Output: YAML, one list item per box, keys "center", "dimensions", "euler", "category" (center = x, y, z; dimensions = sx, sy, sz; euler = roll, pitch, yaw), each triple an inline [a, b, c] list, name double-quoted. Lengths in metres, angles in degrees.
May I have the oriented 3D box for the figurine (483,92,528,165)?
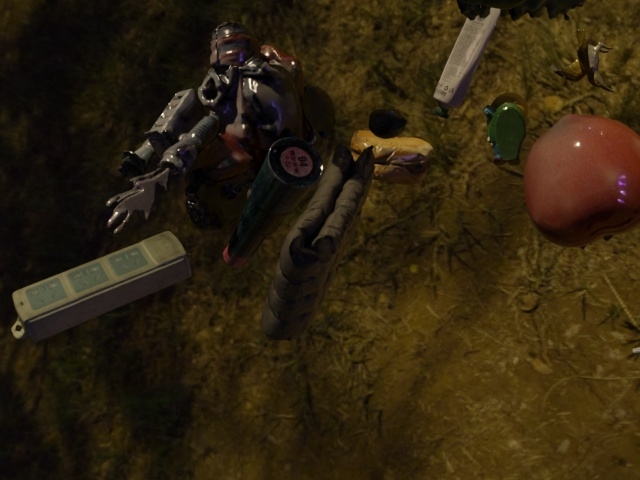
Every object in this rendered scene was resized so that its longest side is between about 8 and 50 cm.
- center: [0.521, -0.311, 1.808]
  dimensions: [0.127, 0.234, 0.185]
  euler: [-7, 107, 10]
  category: "figurine"

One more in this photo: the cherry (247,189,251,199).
- center: [-0.143, -0.121, 1.646]
  dimensions: [0.195, 0.195, 0.195]
  euler: [-10, 76, 45]
  category: "cherry"

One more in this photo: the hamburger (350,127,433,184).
- center: [0.174, -0.211, 1.622]
  dimensions: [0.213, 0.213, 0.108]
  euler: [34, 119, 44]
  category: "hamburger"

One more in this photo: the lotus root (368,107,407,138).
- center: [0.116, -0.204, 1.133]
  dimensions: [0.099, 0.049, 0.054]
  euler: [20, 136, 64]
  category: "lotus root"

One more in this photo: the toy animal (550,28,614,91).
- center: [0.642, -0.421, 1.522]
  dimensions: [0.155, 0.219, 0.095]
  euler: [36, 91, 8]
  category: "toy animal"

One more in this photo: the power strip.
- center: [-0.314, 0.063, 0.944]
  dimensions: [0.078, 0.272, 0.052]
  euler: [45, 148, 42]
  category: "power strip"

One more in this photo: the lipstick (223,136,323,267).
- center: [-0.064, -0.028, 0.690]
  dimensions: [0.234, 0.053, 0.054]
  euler: [134, 130, -59]
  category: "lipstick"

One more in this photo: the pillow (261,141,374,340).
- center: [0.000, 0.000, 1.125]
  dimensions: [0.326, 0.101, 0.228]
  euler: [-66, -5, -46]
  category: "pillow"

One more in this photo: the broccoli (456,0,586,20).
- center: [0.187, -0.347, 0.574]
  dimensions: [0.272, 0.334, 0.324]
  euler: [-77, 14, -56]
  category: "broccoli"

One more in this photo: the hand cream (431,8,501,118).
- center: [0.392, -0.494, 1.758]
  dimensions: [0.121, 0.076, 0.336]
  euler: [47, 121, 52]
  category: "hand cream"

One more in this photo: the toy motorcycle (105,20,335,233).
- center: [-0.124, -0.124, 0.778]
  dimensions: [0.134, 0.401, 0.207]
  euler: [4, 130, 42]
  category: "toy motorcycle"

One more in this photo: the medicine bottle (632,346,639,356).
- center: [0.831, 0.236, 1.473]
  dimensions: [0.220, 0.092, 0.061]
  euler: [-27, 58, 44]
  category: "medicine bottle"

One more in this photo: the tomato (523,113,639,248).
- center: [0.634, -0.149, 1.555]
  dimensions: [0.321, 0.321, 0.322]
  euler: [-10, 76, 45]
  category: "tomato"
